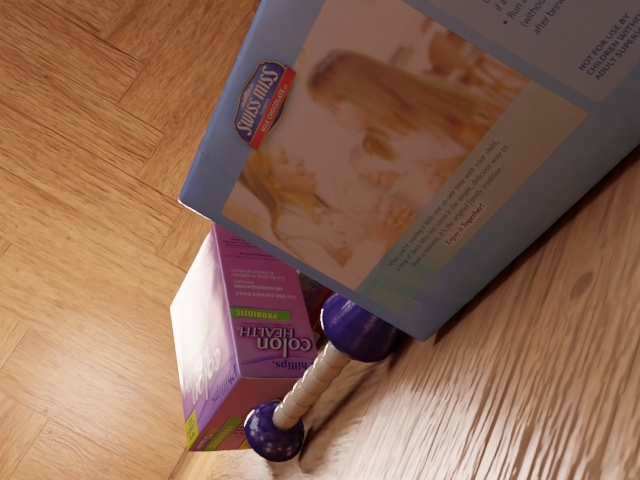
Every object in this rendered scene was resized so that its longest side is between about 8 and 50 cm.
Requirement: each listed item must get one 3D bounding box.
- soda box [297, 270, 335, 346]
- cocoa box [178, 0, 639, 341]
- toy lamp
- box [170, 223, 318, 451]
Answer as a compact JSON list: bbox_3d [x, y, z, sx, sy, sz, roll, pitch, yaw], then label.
[{"bbox_3d":[0.015,0.040,1.091,0.263,0.084,0.092,-59,5,0],"label":"soda box"},{"bbox_3d":[0.086,-0.140,0.486,0.347,0.232,0.228,-55,7,46],"label":"cocoa box"},{"bbox_3d":[0.004,0.128,0.688,0.274,0.080,0.080,-58,4,38],"label":"toy lamp"},{"bbox_3d":[-0.116,0.138,0.982,0.213,0.117,0.242,-55,40,42],"label":"box"}]
